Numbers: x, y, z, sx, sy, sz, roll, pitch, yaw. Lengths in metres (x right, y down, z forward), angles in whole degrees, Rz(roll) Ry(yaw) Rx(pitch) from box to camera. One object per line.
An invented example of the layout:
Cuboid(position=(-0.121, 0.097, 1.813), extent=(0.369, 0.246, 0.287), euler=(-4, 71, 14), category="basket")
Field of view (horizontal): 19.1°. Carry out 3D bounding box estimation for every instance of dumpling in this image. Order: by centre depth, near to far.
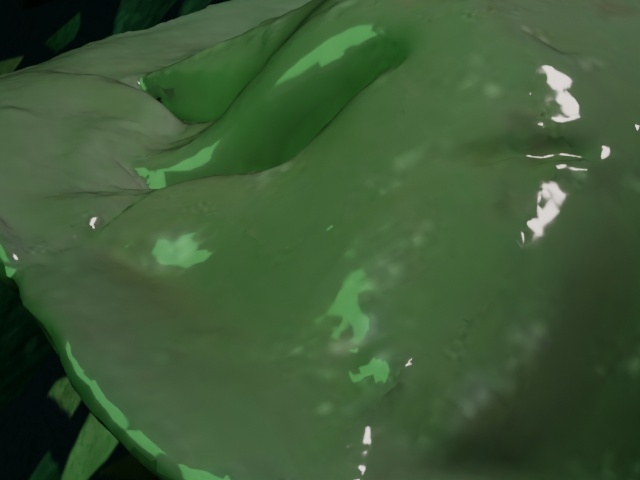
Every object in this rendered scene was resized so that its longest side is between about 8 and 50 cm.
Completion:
Cuboid(position=(0.022, 0.019, 0.616), extent=(0.270, 0.211, 0.320), euler=(-18, 9, -14), category="dumpling")
